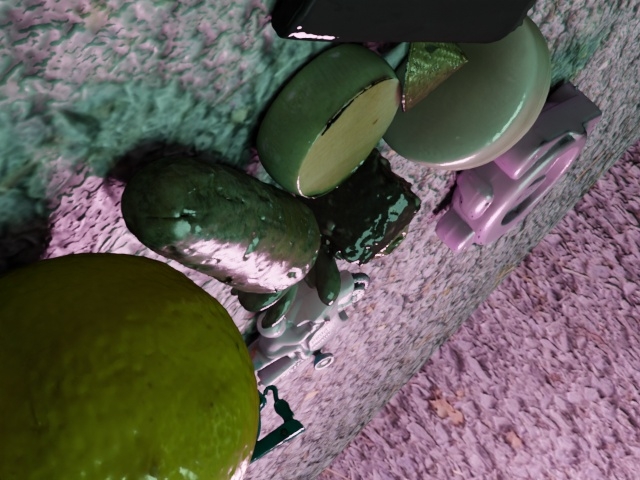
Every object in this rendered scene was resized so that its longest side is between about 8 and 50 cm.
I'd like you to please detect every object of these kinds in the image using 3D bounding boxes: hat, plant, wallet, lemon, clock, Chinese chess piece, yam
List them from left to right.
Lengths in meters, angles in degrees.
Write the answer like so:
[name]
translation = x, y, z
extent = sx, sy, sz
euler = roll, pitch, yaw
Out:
[lemon]
translation = -0.220, 0.166, 1.138
extent = 0.336, 0.336, 0.336
euler = -41, 164, -15
[yam]
translation = -0.110, -0.017, 1.289
extent = 0.133, 0.133, 0.330
euler = -48, 161, 8
[plant]
translation = 0.001, -0.001, 1.574
extent = 0.274, 0.149, 0.146
euler = -44, 164, 4
[Chinese chess piece]
translation = 0.010, -0.139, 1.383
extent = 0.188, 0.083, 0.188
euler = -41, 160, -18
[wallet]
translation = 0.125, -0.284, 1.249
extent = 0.378, 0.051, 0.197
euler = -9, 142, -47
[hat]
translation = 0.141, -0.216, 1.406
extent = 0.146, 0.067, 0.146
euler = 11, 90, -82
[clock]
translation = 0.360, -0.127, 2.224
extent = 0.295, 0.113, 0.322
euler = -28, 158, -47

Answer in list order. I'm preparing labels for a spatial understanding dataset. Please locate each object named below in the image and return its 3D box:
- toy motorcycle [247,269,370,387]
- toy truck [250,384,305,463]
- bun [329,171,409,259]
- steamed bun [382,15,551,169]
[toy motorcycle]
translation = -0.040, 0.132, 1.903
extent = 0.260, 0.110, 0.171
euler = -45, 150, 25
[toy truck]
translation = -0.211, 0.335, 1.827
extent = 0.363, 0.178, 0.176
euler = -41, 164, -6
[bun]
translation = 0.068, -0.029, 1.724
extent = 0.173, 0.113, 0.166
euler = -22, 153, -56
[steamed bun]
translation = 0.197, -0.192, 1.559
extent = 0.241, 0.164, 0.146
euler = -51, 164, 15
